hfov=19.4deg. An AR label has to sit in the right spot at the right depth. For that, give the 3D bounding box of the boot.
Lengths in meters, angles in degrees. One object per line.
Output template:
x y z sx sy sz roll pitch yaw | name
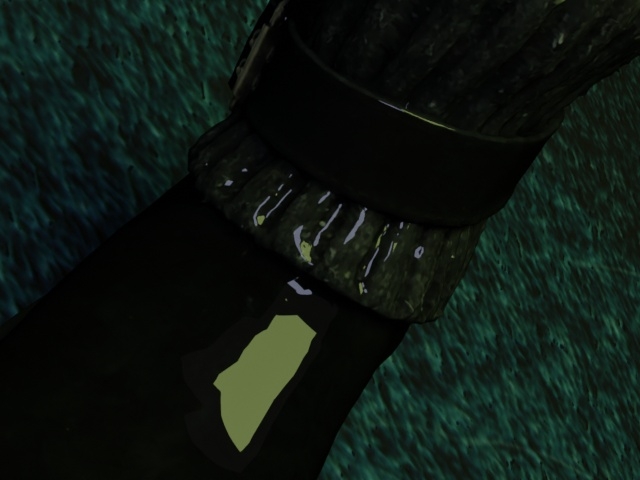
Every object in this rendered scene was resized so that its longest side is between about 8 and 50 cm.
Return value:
-0.003 -0.003 0.628 0.131 0.260 0.348 40 31 -7 | boot
